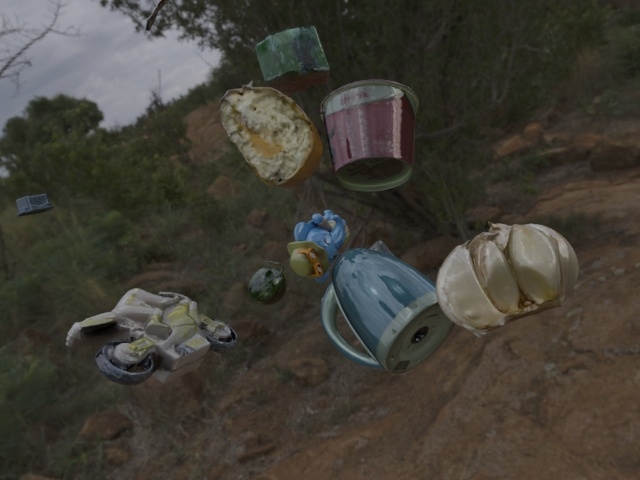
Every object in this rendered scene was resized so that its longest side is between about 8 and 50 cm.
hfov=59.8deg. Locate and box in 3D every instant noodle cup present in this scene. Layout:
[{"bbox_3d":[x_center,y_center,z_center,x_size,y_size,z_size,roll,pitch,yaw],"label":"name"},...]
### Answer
[{"bbox_3d":[0.116,-0.227,1.274,0.235,0.178,0.234,-2,-19,-1],"label":"instant noodle cup"}]

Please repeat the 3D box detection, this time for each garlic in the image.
[{"bbox_3d":[0.365,0.062,1.118,0.281,0.203,0.185,-23,-8,9],"label":"garlic"}]

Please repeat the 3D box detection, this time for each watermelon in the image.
[{"bbox_3d":[-0.185,0.158,2.051,0.187,0.141,0.140,-48,4,31],"label":"watermelon"},{"bbox_3d":[-0.092,-0.687,2.230,0.265,0.151,0.302,-13,-25,11],"label":"watermelon"}]

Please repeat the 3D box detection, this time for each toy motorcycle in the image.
[{"bbox_3d":[-0.313,0.167,1.048,0.107,0.223,0.341,-60,-19,16],"label":"toy motorcycle"}]

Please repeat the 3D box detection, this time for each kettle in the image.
[{"bbox_3d":[0.140,0.181,1.504,0.342,0.247,0.319,43,103,37],"label":"kettle"}]

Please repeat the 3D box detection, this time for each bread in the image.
[{"bbox_3d":[-0.142,-0.375,1.975,0.250,0.361,0.394,-37,-4,11],"label":"bread"}]

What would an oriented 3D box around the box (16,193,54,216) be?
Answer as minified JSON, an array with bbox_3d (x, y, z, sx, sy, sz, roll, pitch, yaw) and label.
[{"bbox_3d":[-0.925,-0.116,1.796,0.074,0.054,0.099,-16,3,28],"label":"box"}]

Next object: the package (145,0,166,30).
[{"bbox_3d":[-0.560,-0.848,1.981,0.239,0.030,0.154,-3,59,59],"label":"package"}]

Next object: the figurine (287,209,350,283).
[{"bbox_3d":[-0.002,0.001,1.681,0.154,0.180,0.262,15,54,17],"label":"figurine"}]
